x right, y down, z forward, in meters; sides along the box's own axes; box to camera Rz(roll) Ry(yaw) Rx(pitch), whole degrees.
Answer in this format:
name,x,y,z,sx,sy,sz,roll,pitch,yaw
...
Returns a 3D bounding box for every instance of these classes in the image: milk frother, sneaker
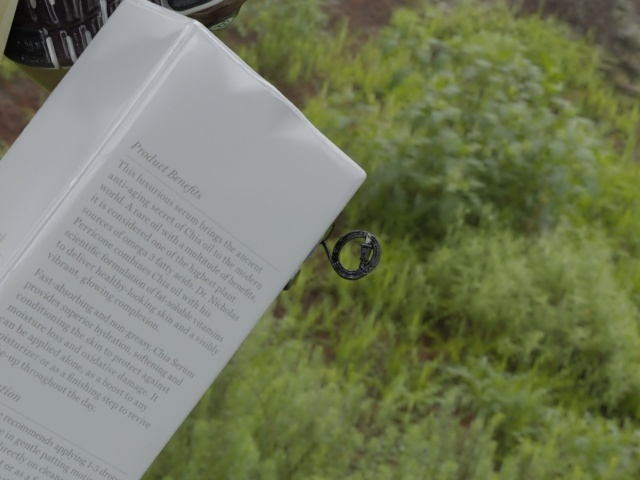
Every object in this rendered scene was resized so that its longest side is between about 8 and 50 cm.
name,x,y,z,sx,sy,sz,roll,pitch,yaw
milk frother,0.000,0.000,1.720,0.143,0.129,0.135,-3,11,11
sneaker,-0.191,-0.237,1.378,0.281,0.106,0.162,-11,-5,17

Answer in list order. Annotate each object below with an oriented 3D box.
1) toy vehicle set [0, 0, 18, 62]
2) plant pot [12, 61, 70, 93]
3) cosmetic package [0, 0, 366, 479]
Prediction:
name,x,y,z,sx,sy,sz,roll,pitch,yaw
toy vehicle set,-0.392,-0.263,1.401,0.035,0.166,0.267,8,19,-36
plant pot,-0.303,-0.309,1.553,0.191,0.284,0.284,16,12,-37
cosmetic package,-0.198,0.039,1.145,0.230,0.453,0.161,40,-4,-35
